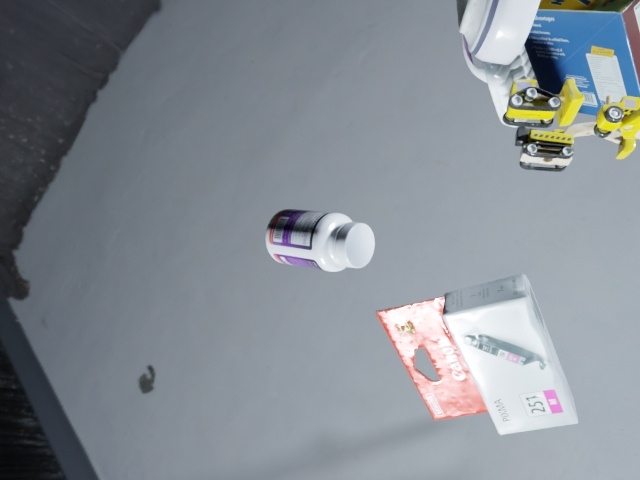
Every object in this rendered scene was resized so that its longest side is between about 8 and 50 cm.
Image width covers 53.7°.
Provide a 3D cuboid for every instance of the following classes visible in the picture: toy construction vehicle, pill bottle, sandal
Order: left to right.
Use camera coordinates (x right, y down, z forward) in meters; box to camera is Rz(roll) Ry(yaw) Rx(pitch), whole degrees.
[{"bbox_3d":[0.000,0.000,1.157,0.194,0.108,0.108,8,79,44],"label":"pill bottle"},{"bbox_3d":[0.343,-0.410,1.289,0.102,0.416,0.169,14,48,43],"label":"sandal"},{"bbox_3d":[0.171,-0.081,0.427,0.098,0.086,0.035,4,70,9],"label":"toy construction vehicle"}]

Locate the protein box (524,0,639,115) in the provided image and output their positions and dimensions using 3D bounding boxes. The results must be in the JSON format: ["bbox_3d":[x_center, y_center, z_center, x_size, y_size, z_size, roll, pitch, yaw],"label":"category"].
[{"bbox_3d":[0.441,-0.312,0.982,0.136,0.201,0.200,-44,36,-11],"label":"protein box"}]

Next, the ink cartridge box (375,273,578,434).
[{"bbox_3d":[0.244,0.197,0.990,0.239,0.275,0.060,-17,29,22],"label":"ink cartridge box"}]

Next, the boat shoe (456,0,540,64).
[{"bbox_3d":[0.095,-0.240,0.403,0.088,0.096,0.267,5,81,-2],"label":"boat shoe"}]
